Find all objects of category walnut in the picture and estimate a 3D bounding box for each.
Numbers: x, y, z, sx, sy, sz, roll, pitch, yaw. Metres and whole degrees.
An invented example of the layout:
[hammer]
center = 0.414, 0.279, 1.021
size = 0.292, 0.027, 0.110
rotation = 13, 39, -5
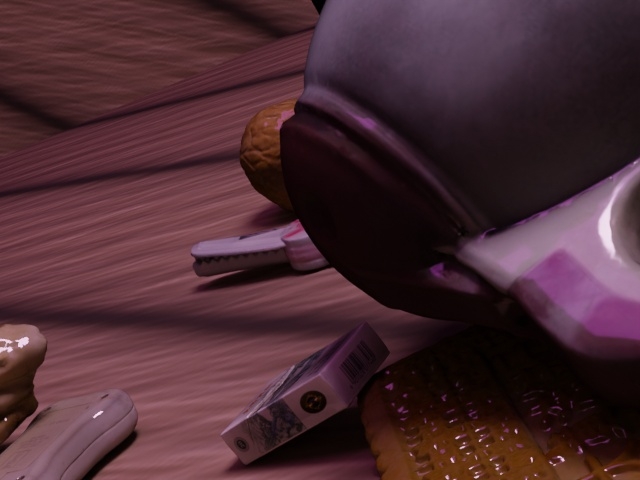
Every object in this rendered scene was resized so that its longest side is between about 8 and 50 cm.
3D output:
[walnut]
center = -0.012, -0.077, 1.036
size = 0.124, 0.105, 0.105
rotation = 5, 31, 39

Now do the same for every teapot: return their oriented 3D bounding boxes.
[teapot]
center = 0.141, -0.078, 0.525
size = 0.312, 0.233, 0.315
rotation = -46, 40, -5

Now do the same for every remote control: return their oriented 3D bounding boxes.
[remote control]
center = -0.159, 0.129, 0.680
size = 0.074, 0.032, 0.122
rotation = -16, 18, 32

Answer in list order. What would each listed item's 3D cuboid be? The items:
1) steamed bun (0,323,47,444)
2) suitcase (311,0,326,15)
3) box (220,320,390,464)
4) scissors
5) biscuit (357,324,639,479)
[steamed bun]
center = -0.386, 0.141, 0.693
size = 0.428, 0.189, 0.247
rotation = -35, 4, -23
[suitcase]
center = 0.078, -0.147, 0.928
size = 0.066, 0.206, 0.285
rotation = -33, 17, -5
[box]
center = -0.008, 0.078, 0.601
size = 0.083, 0.024, 0.054
rotation = -36, 7, 39
[scissors]
center = 0.000, 0.000, 0.879
size = 0.242, 0.030, 0.118
rotation = -9, 21, 31
[biscuit]
center = 0.105, 0.075, 0.487
size = 0.172, 0.029, 0.254
rotation = -24, 15, 2
